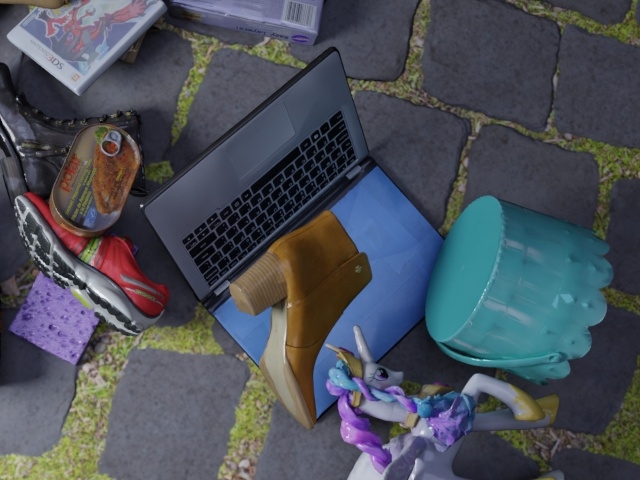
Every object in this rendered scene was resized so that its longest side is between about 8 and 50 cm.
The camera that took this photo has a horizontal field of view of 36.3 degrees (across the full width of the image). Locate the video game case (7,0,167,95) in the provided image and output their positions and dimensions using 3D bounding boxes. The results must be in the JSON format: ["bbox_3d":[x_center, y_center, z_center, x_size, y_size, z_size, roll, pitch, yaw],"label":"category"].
[{"bbox_3d":[-0.375,-0.349,1.563,0.183,0.023,0.201,37,78,24],"label":"video game case"}]

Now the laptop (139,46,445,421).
[{"bbox_3d":[0.000,0.000,1.505,0.382,0.408,0.236,-42,55,-15],"label":"laptop"}]

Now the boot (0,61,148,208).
[{"bbox_3d":[-0.399,-0.176,1.547,0.229,0.091,0.263,-14,86,-18],"label":"boot"}]

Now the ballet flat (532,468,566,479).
[{"bbox_3d":[0.252,0.517,1.506,0.139,0.139,0.400,28,80,-4],"label":"ballet flat"}]

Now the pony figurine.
[{"bbox_3d":[0.148,0.329,1.412,0.363,0.303,0.351,15,82,-4],"label":"pony figurine"}]

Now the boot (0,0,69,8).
[{"bbox_3d":[-0.550,-0.336,1.530,0.236,0.089,0.269,26,74,20],"label":"boot"}]

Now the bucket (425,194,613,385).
[{"bbox_3d":[0.295,0.073,1.510,0.183,0.281,0.281,21,77,-13],"label":"bucket"}]

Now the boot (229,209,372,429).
[{"bbox_3d":[0.001,0.120,1.466,0.211,0.104,0.295,-33,119,-25],"label":"boot"}]

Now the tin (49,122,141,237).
[{"bbox_3d":[-0.339,-0.091,1.466,0.106,0.040,0.190,28,56,-19],"label":"tin"}]

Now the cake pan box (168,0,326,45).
[{"bbox_3d":[-0.106,-0.475,1.655,0.266,0.070,0.246,9,80,-8],"label":"cake pan box"}]

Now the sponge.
[{"bbox_3d":[-0.383,0.075,1.521,0.117,0.031,0.210,27,75,-5],"label":"sponge"}]

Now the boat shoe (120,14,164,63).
[{"bbox_3d":[-0.288,-0.364,1.610,0.059,0.063,0.170,34,76,-15],"label":"boat shoe"}]

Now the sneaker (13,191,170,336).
[{"bbox_3d":[-0.347,0.024,1.486,0.279,0.107,0.118,44,56,-3],"label":"sneaker"}]
